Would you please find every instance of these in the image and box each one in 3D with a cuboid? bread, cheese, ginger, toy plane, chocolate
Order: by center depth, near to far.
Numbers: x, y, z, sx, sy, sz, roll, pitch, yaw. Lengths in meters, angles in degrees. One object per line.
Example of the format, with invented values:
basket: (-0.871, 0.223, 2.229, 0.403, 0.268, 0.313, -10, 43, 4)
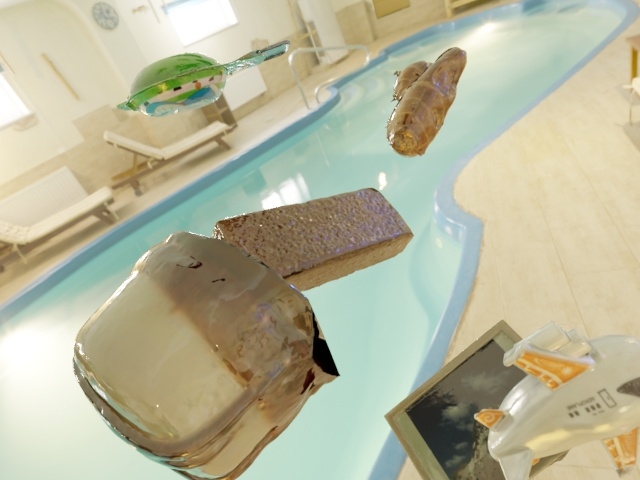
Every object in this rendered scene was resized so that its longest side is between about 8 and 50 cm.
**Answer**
chocolate: (-0.141, 0.149, 0.456, 0.284, 0.283, 0.186, 3, 44, 37)
toy plane: (0.317, 0.212, 0.508, 0.245, 0.244, 0.117, -16, 18, 12)
cheese: (-0.206, -0.292, 0.723, 0.320, 0.083, 0.204, -20, 16, -3)
bread: (0.000, 0.000, 0.823, 0.417, 0.113, 0.165, -16, 63, -36)
ginger: (0.316, -0.447, 1.343, 0.254, 0.176, 0.418, 6, 67, 53)

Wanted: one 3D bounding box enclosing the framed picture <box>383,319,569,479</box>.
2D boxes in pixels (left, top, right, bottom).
framed picture: (0.263, 0.291, 0.656, 0.281, 0.019, 0.209, -43, 47, 5)
